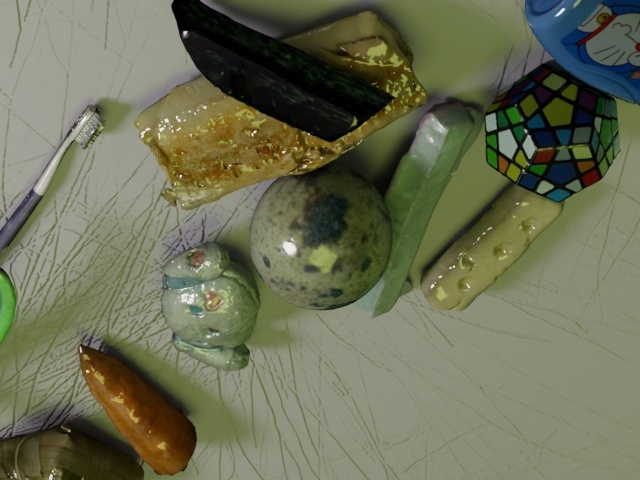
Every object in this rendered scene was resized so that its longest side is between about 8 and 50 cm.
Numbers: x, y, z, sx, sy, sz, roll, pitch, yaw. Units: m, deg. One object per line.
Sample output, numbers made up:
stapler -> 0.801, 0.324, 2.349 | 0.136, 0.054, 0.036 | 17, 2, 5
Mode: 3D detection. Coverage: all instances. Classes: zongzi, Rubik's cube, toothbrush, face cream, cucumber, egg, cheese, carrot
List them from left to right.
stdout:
toothbrush -> -0.288, -0.036, 1.682 | 0.024, 0.026, 0.288 | -21, 160, -52
zongzi -> -0.307, 0.275, 1.991 | 0.178, 0.081, 0.189 | -7, 155, 33
carrot -> -0.211, 0.179, 1.886 | 0.072, 0.072, 0.205 | -22, 131, 16
cucumber -> -0.048, -0.144, 1.517 | 0.220, 0.046, 0.070 | 27, 121, 2
egg -> 0.000, 0.000, 1.665 | 0.141, 0.141, 0.182 | 1, 159, -7
cheese -> 0.178, 0.005, 1.761 | 0.065, 0.043, 0.194 | 18, 130, -29
Rubik's cube -> 0.219, -0.102, 1.602 | 0.133, 0.112, 0.133 | -2, 135, -2
face cream -> 0.315, -0.184, 1.547 | 0.264, 0.083, 0.149 | 23, 130, -27

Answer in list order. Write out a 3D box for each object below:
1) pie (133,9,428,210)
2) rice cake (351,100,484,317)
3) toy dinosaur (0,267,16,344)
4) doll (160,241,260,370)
pie -> -0.042, -0.120, 1.586 | 0.282, 0.068, 0.128 | -23, 118, 16
rice cake -> 0.093, -0.030, 1.716 | 0.081, 0.051, 0.290 | -22, 147, -34
toy dinosaur -> -0.544, 0.130, 1.788 | 0.374, 0.144, 0.500 | 21, 128, -9
doll -> -0.115, 0.067, 1.777 | 0.103, 0.071, 0.214 | 5, 145, 6
